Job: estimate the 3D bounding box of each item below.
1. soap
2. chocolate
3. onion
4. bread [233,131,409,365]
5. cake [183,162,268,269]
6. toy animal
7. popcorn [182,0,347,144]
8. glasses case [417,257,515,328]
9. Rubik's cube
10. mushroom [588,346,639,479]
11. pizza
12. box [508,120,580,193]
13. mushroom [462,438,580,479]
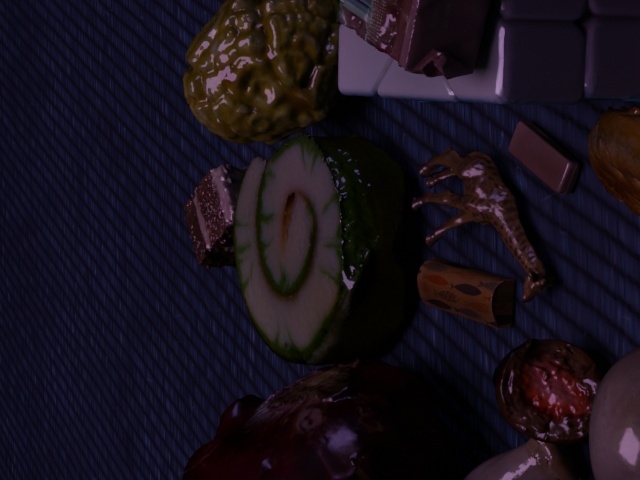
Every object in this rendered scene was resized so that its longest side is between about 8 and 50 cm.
[{"bbox_3d":[0.099,-0.302,1.380,0.218,0.098,0.273,42,127,50],"label":"soap"},{"bbox_3d":[0.279,0.186,1.714,0.124,0.127,0.133,-52,57,26],"label":"chocolate"},{"bbox_3d":[0.026,0.391,1.989,0.398,0.398,0.420,11,131,59],"label":"onion"},{"bbox_3d":[0.000,0.000,2.169,0.382,0.129,0.366,54,138,44],"label":"bread"},{"bbox_3d":[-0.133,-0.041,2.392,0.147,0.135,0.134,-44,55,46],"label":"cake"},{"bbox_3d":[0.213,-0.030,1.867,0.275,0.054,0.149,31,105,45],"label":"toy animal"},{"bbox_3d":[-0.074,-0.268,2.166,0.224,0.270,0.258,47,152,-17],"label":"popcorn"},{"bbox_3d":[0.192,0.070,1.933,0.170,0.041,0.064,17,108,57],"label":"glasses case"},{"bbox_3d":[0.228,-0.305,1.564,0.322,0.316,0.318,11,102,58],"label":"Rubik's cube"},{"bbox_3d":[0.372,0.200,1.510,0.209,0.206,0.206,-29,66,33],"label":"mushroom"},{"bbox_3d":[0.376,-0.052,1.506,0.086,0.226,0.335,-46,7,0],"label":"pizza"},{"bbox_3d":[0.276,-0.103,1.787,0.115,0.025,0.048,48,127,47],"label":"box"},{"bbox_3d":[0.244,0.304,1.824,0.212,0.088,0.097,-54,15,40],"label":"mushroom"}]
